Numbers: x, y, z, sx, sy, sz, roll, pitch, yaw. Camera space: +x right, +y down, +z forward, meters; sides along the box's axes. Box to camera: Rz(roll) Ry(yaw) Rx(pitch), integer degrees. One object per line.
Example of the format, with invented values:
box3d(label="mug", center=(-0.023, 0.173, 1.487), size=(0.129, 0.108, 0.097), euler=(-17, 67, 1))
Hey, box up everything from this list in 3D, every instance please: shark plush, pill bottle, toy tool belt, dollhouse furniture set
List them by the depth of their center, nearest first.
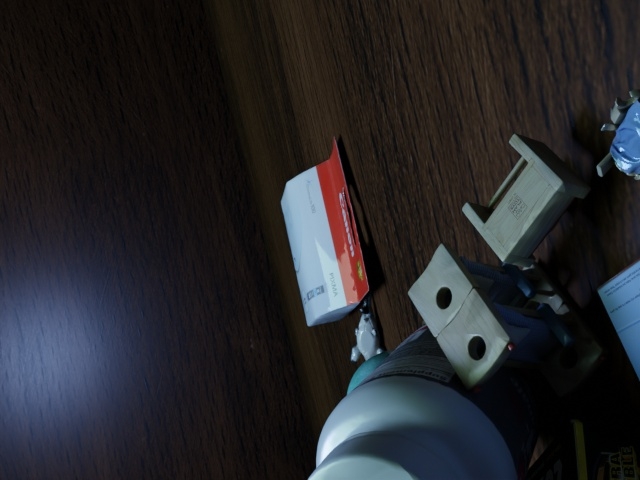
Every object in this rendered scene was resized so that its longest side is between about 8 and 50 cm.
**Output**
box3d(label="toy tool belt", center=(0.216, -0.078, 0.463), size=(0.083, 0.051, 0.052), euler=(90, 162, -49))
box3d(label="dollhouse furniture set", center=(0.196, 0.030, 0.610), size=(0.183, 0.129, 0.129), euler=(-61, 36, 29))
box3d(label="pill bottle", center=(0.103, 0.193, 0.652), size=(0.318, 0.176, 0.176), euler=(-22, -80, -64))
box3d(label="shark plush", center=(0.090, 0.177, 1.382), size=(0.067, 0.073, 0.161), euler=(-47, -57, -67))

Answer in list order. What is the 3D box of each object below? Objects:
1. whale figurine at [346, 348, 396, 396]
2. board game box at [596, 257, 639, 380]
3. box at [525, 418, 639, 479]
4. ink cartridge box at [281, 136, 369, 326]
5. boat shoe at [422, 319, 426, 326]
box3d(label="whale figurine", center=(0.124, 0.318, 1.152), size=(0.216, 0.141, 0.271), euler=(-135, 32, -68))
box3d(label="board game box", center=(0.270, 0.046, 0.417), size=(0.281, 0.027, 0.145), euler=(104, 151, -67))
box3d(label="box", center=(0.224, 0.343, 0.631), size=(0.322, 0.080, 0.257), euler=(92, -173, -55))
box3d(label="ink cartridge box", center=(0.000, 0.000, 1.444), size=(0.385, 0.091, 0.308), euler=(113, 146, -75))
box3d(label="boat shoe", center=(0.174, 0.197, 0.885), size=(0.095, 0.095, 0.257), euler=(-137, 34, -70))
